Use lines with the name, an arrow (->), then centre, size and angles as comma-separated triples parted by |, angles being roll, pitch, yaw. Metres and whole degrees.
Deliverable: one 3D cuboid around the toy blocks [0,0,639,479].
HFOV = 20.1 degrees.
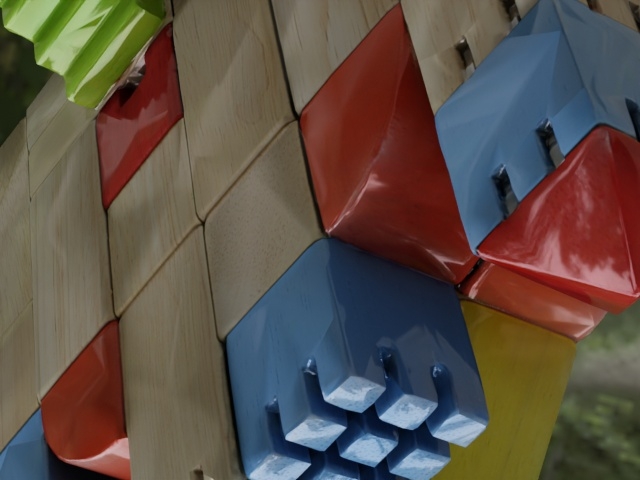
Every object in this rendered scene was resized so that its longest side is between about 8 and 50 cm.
toy blocks -> 0.000, 0.000, 0.567 | 0.190, 0.261, 0.381 | 22, 128, -30
